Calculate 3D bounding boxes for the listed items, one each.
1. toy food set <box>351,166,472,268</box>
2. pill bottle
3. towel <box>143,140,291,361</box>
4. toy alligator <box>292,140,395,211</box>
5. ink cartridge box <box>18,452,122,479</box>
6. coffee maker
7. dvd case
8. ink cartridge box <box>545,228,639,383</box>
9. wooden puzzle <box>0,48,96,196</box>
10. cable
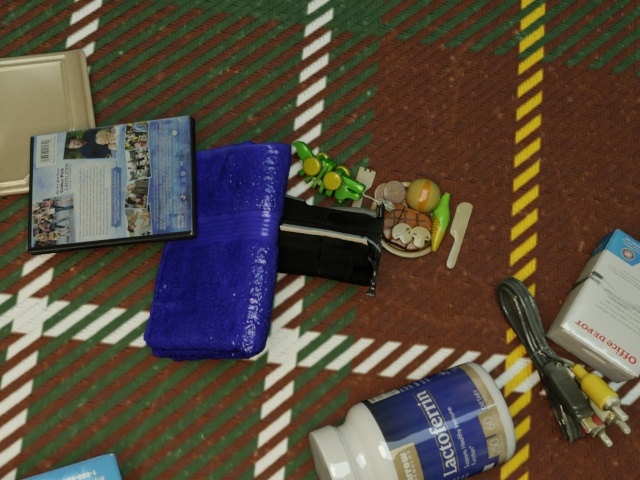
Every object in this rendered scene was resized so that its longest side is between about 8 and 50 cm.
[{"bbox_3d":[0.139,-0.039,1.516,0.192,0.038,0.132,18,73,-2],"label":"toy food set"},{"bbox_3d":[0.126,0.283,1.365,0.264,0.153,0.153,-19,78,-12],"label":"pill bottle"},{"bbox_3d":[-0.152,0.014,1.376,0.076,0.227,0.308,21,68,-43],"label":"towel"},{"bbox_3d":[0.026,-0.085,1.508,0.189,0.056,0.051,36,113,7],"label":"toy alligator"},{"bbox_3d":[-0.349,0.502,1.209,0.285,0.166,0.395,-14,77,-23],"label":"ink cartridge box"},{"bbox_3d":[0.000,0.000,1.418,0.178,0.171,0.120,7,103,1],"label":"coffee maker"},{"bbox_3d":[-0.300,-0.078,1.393,0.253,0.022,0.180,-6,76,11],"label":"dvd case"},{"bbox_3d":[0.458,0.102,1.497,0.139,0.082,0.191,34,74,2],"label":"ink cartridge box"},{"bbox_3d":[-0.462,-0.173,1.476,0.238,0.044,0.221,-9,76,-6],"label":"wooden puzzle"},{"bbox_3d":[0.357,0.185,1.460,0.072,0.139,0.287,-18,57,-14],"label":"cable"}]
